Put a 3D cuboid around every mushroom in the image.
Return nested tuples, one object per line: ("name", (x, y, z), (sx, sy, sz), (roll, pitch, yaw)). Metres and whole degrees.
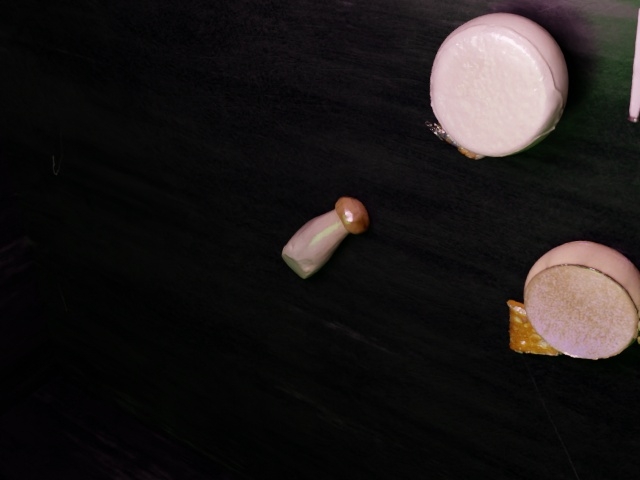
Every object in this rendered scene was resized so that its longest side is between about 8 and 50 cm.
("mushroom", (0.000, 0.000, 1.982), (0.128, 0.128, 0.350), (52, 131, -1))

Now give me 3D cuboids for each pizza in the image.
("pizza", (0.520, 0.231, 1.775), (0.178, 0.041, 0.131), (35, 130, 15))

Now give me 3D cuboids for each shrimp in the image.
("shrimp", (0.320, -0.249, 1.641), (0.161, 0.034, 0.091), (29, 119, 12))

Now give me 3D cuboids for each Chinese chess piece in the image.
("Chinese chess piece", (0.592, 0.135, 1.609), (0.270, 0.112, 0.270), (20, 128, 28))

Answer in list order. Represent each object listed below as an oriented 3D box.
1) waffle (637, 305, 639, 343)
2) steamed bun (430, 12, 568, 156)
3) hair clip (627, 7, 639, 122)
("waffle", (0.757, 0.152, 1.481), (0.207, 0.054, 0.214), (-1, 118, -7))
("steamed bun", (0.367, -0.318, 1.453), (0.282, 0.177, 0.283), (17, 123, 29))
("hair clip", (0.622, -0.370, 1.283), (0.101, 0.085, 0.331), (28, 138, 48))
